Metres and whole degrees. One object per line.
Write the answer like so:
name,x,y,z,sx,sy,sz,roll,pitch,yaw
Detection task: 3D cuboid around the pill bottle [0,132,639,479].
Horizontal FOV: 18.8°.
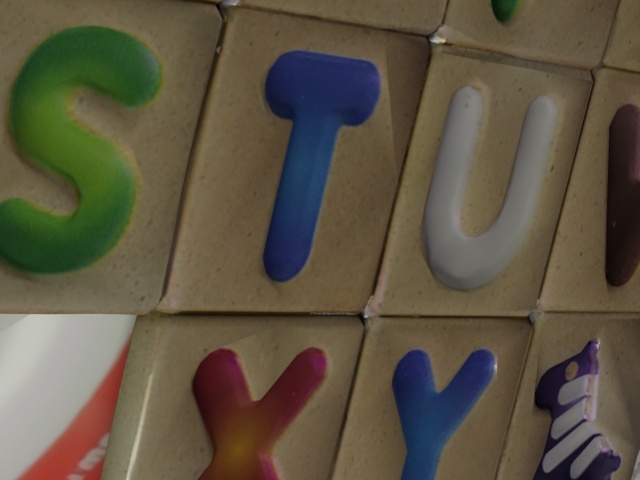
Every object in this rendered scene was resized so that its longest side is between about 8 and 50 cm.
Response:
pill bottle,0.000,0.000,0.544,0.210,0.210,0.363,-35,148,27

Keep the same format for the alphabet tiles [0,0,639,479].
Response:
alphabet tiles,0.053,-0.094,0.392,0.285,0.011,0.342,3,104,-47
